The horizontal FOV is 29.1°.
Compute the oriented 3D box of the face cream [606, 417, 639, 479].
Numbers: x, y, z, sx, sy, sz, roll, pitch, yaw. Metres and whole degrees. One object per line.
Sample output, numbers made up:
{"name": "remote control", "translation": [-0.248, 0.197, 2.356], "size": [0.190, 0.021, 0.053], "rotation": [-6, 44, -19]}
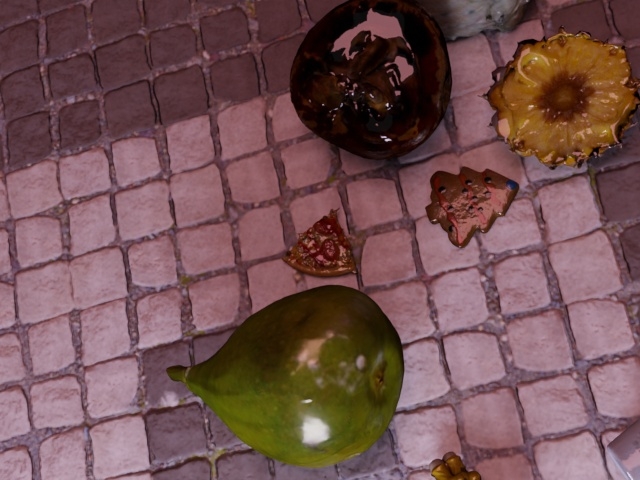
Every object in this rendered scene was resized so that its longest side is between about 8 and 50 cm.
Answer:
{"name": "face cream", "translation": [0.444, 0.221, 1.484], "size": [0.198, 0.057, 0.084], "rotation": [-32, 67, 0]}

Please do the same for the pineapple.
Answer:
{"name": "pineapple", "translation": [0.326, -0.182, 1.643], "size": [0.224, 0.076, 0.225], "rotation": [-6, 67, 15]}

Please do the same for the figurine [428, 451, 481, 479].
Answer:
{"name": "figurine", "translation": [0.188, 0.324, 1.515], "size": [0.101, 0.068, 0.143], "rotation": [-7, 53, 5]}

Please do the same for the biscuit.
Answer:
{"name": "biscuit", "translation": [0.205, -0.056, 1.663], "size": [0.130, 0.019, 0.119], "rotation": [-21, 68, 7]}

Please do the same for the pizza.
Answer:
{"name": "pizza", "translation": [-0.008, 0.013, 1.691], "size": [0.099, 0.029, 0.100], "rotation": [-20, 67, 9]}

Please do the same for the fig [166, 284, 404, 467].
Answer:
{"name": "fig", "translation": [-0.030, 0.158, 1.562], "size": [0.314, 0.233, 0.233], "rotation": [15, 72, 58]}

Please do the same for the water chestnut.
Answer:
{"name": "water chestnut", "translation": [0.070, -0.215, 1.645], "size": [0.223, 0.238, 0.224], "rotation": [1, 95, 8]}

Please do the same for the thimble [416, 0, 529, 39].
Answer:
{"name": "thimble", "translation": [0.186, -0.434, 1.706], "size": [0.291, 0.195, 0.291], "rotation": [-5, 69, 14]}
